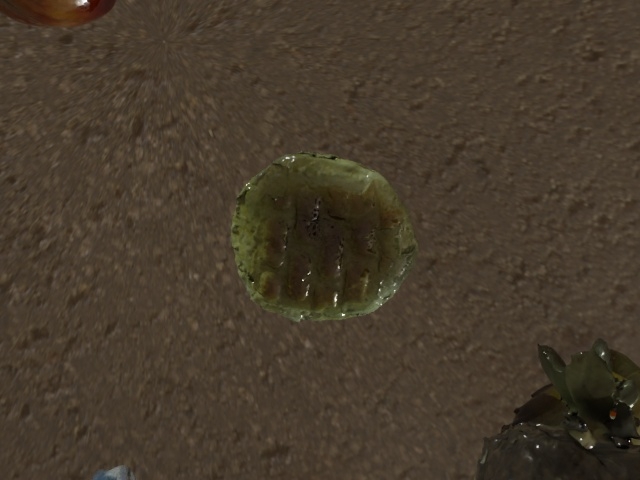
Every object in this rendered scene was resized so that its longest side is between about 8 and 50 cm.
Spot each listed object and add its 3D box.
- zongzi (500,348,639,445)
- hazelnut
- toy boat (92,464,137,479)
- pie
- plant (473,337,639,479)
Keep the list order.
[{"bbox_3d":[0.375,0.344,1.645,0.289,0.154,0.318,-19,141,-30],"label":"zongzi"},{"bbox_3d":[-0.366,-0.377,1.331,0.217,0.251,0.217,-28,147,-21],"label":"hazelnut"},{"bbox_3d":[-0.071,0.213,0.571,0.142,0.309,0.129,-22,120,-21],"label":"toy boat"},{"bbox_3d":[0.000,0.000,1.573,0.306,0.071,0.306,5,118,9],"label":"pie"},{"bbox_3d":[0.303,0.273,1.233,0.213,0.215,0.312,26,77,-4],"label":"plant"}]
